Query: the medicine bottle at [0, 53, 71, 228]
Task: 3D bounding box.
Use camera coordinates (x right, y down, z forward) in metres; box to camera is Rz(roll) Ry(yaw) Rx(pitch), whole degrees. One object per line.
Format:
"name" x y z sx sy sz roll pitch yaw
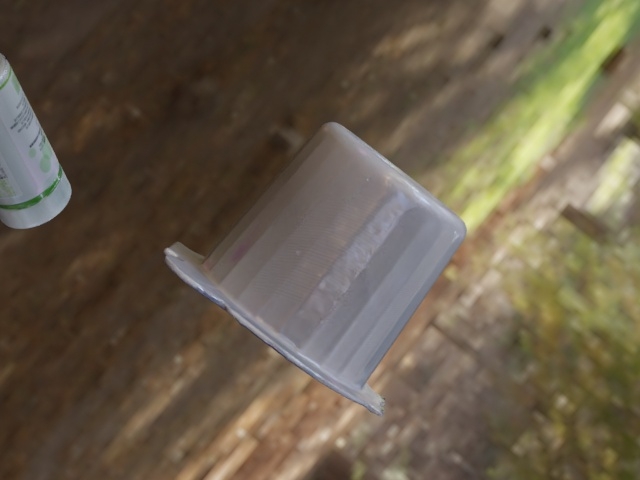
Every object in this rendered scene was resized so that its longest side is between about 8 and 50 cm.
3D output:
"medicine bottle" -0.334 -0.105 1.895 0.086 0.086 0.183 -48 138 -28

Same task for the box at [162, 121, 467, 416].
"box" 0.000 0.000 1.762 0.206 0.262 0.291 -52 133 3
